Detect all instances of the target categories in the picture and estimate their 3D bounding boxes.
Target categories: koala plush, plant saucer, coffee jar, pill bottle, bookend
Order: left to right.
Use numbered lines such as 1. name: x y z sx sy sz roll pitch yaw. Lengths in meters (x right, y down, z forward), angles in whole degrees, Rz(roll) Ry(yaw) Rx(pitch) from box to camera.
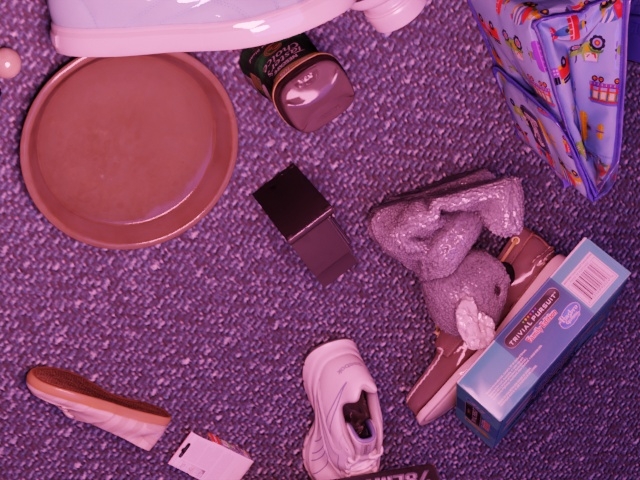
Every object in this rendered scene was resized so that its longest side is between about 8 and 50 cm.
1. plant saucer: -0.240 -0.121 1.707 0.278 0.041 0.278 -9 117 -18
2. coffee jar: -0.029 -0.201 1.667 0.096 0.184 0.079 -35 122 -3
3. bookend: 0.000 0.000 1.790 0.072 0.157 0.156 -37 121 -1
4. pill bottle: 0.049 -0.353 1.671 0.108 0.108 0.193 -40 121 0
5. koala plush: 0.182 0.036 1.840 0.203 0.196 0.221 -17 100 -5

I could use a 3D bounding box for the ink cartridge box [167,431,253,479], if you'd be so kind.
1. ink cartridge box: -0.160 0.313 1.951 0.115 0.029 0.063 32 100 -29

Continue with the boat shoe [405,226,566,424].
1. boat shoe: 0.228 0.126 1.976 0.324 0.097 0.116 -51 162 11

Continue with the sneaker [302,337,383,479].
1. sneaker: 0.039 0.290 1.958 0.111 0.129 0.297 -19 123 -16

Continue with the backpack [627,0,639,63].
1. backpack: 0.490 -0.292 1.880 0.120 0.098 0.101 -6 112 -18

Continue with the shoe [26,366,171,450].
1. shoe: -0.302 0.229 1.827 0.219 0.076 0.058 25 98 -31

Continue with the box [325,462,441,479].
1. box: 0.015 0.455 2.004 0.295 0.073 0.293 -6 138 -18

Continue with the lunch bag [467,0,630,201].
1. lunch bag: 0.311 -0.204 1.778 0.138 0.221 0.293 -21 120 -11

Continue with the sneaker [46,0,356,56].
1. sneaker: -0.142 -0.306 1.577 0.366 0.135 0.150 -8 117 -5

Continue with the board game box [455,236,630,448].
1. board game box: 0.295 0.151 1.864 0.254 0.079 0.336 -47 166 -7

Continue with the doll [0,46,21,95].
1. doll: -0.439 -0.173 1.600 0.189 0.046 0.129 -29 122 -6
